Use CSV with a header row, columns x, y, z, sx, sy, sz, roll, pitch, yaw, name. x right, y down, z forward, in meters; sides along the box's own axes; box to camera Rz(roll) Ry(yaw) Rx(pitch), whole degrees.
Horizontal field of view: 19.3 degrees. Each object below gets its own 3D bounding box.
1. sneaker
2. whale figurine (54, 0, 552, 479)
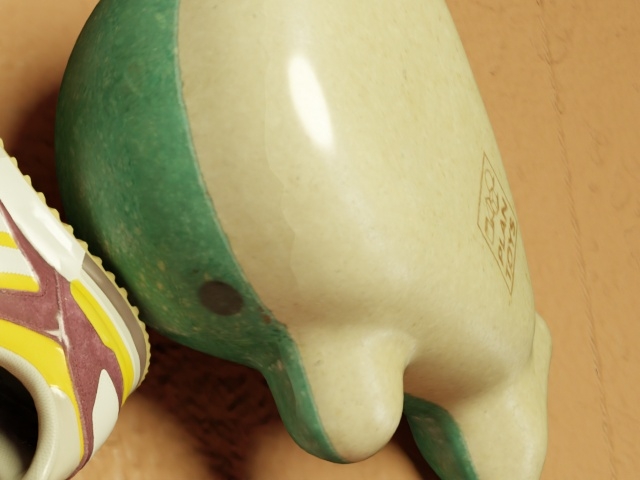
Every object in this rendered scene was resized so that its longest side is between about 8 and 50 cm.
x,y,z,sx,sy,sz,roll,pitch,yaw,name
-0.136,0.003,0.606,0.185,0.069,0.084,44,34,-9,sneaker
0.000,0.000,0.722,0.272,0.141,0.216,54,31,-40,whale figurine
